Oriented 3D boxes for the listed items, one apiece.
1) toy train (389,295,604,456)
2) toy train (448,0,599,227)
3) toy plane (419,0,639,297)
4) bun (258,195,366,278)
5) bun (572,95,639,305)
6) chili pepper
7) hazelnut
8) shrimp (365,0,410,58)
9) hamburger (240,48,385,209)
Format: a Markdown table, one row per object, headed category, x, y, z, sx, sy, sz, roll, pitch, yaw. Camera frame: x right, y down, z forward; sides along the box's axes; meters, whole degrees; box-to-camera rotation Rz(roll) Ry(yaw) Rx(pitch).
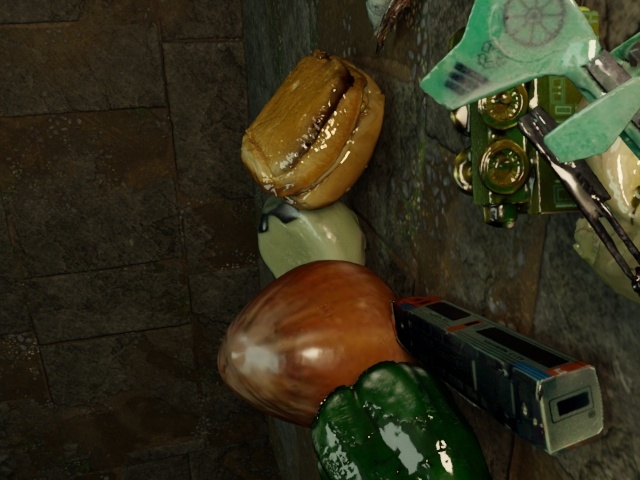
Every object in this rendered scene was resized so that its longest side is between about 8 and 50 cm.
| category | x | y | z | sx | sy | sz | roll | pitch | yaw |
| --- | --- | --- | --- | --- | --- | --- | --- | --- | --- |
| toy train | 0.199 | 0.146 | 0.801 | 0.409 | 0.089 | 0.086 | -155 | 52 | -74 |
| toy train | 0.198 | -0.126 | 0.582 | 0.090 | 0.137 | 0.226 | -156 | 64 | -82 |
| toy plane | 0.220 | 0.003 | 0.317 | 0.382 | 0.106 | 0.155 | 46 | 137 | -4 |
| bun | 0.000 | 0.000 | 1.350 | 0.283 | 0.179 | 0.283 | 30 | 135 | 35 |
| bun | 0.253 | -0.044 | 0.440 | 0.237 | 0.116 | 0.210 | 112 | 147 | -59 |
| chili pepper | 0.120 | 0.325 | 0.869 | 0.249 | 0.233 | 0.257 | 59 | 178 | -38 |
| hazelnut | -0.006 | 0.193 | 1.111 | 0.372 | 0.372 | 0.315 | 124 | 138 | -69 |
| shrimp | 0.104 | -0.369 | 0.956 | 0.233 | 0.079 | 0.090 | 101 | 162 | -62 |
| hamburger | -0.015 | -0.214 | 1.176 | 0.284 | 0.174 | 0.304 | -57 | 35 | 16 |
